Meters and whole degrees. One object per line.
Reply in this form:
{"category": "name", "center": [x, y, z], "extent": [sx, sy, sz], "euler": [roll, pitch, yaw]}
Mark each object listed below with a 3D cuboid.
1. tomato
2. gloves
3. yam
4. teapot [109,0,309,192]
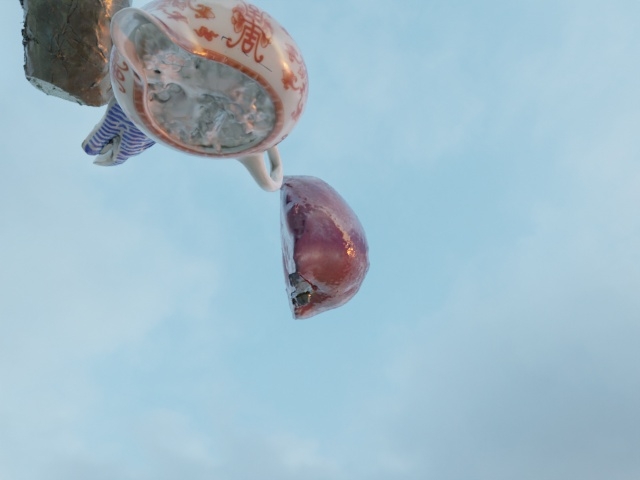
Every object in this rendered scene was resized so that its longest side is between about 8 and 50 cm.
{"category": "tomato", "center": [0.004, -0.003, 1.209], "extent": [0.176, 0.290, 0.335], "euler": [-9, -32, -6]}
{"category": "gloves", "center": [-0.295, -0.190, 0.919], "extent": [0.229, 0.119, 0.097], "euler": [-34, -103, 33]}
{"category": "yam", "center": [-0.497, -0.420, 1.174], "extent": [0.202, 0.201, 0.271], "euler": [25, -59, 26]}
{"category": "teapot", "center": [-0.085, -0.126, 0.498], "extent": [0.159, 0.116, 0.245], "euler": [-25, -38, 16]}
